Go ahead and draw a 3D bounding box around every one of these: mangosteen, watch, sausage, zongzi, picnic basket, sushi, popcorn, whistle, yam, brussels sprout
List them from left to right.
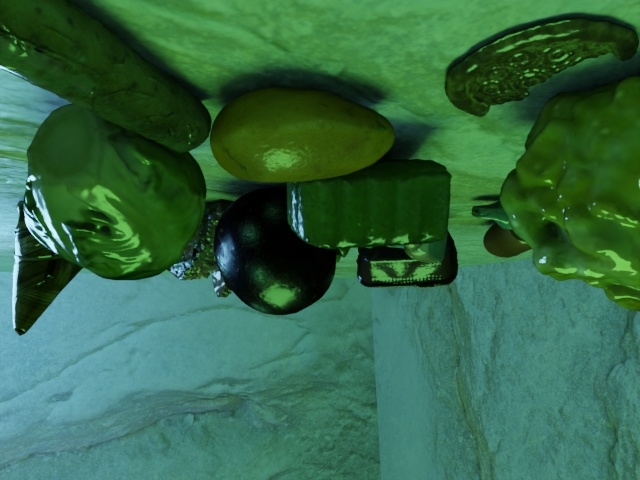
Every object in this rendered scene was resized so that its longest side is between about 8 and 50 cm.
[{"bbox_3d":[-0.619,0.074,1.073,0.134,0.288,0.286,4,171,-3],"label":"zongzi"},{"bbox_3d":[-0.216,-0.160,0.388,0.083,0.083,0.371,-6,172,20],"label":"yam"},{"bbox_3d":[-0.270,-0.061,0.602,0.219,0.210,0.271,21,163,4],"label":"brussels sprout"},{"bbox_3d":[-0.300,-0.019,1.117,0.161,0.241,0.107,38,-162,32],"label":"sushi"},{"bbox_3d":[-0.077,0.014,0.954,0.288,0.288,0.288,-2,171,0],"label":"mangosteen"},{"bbox_3d":[0.178,-0.037,1.110,0.241,0.162,0.253,7,174,30],"label":"watch"},{"bbox_3d":[0.244,0.016,1.300,0.296,0.222,0.129,-3,148,8],"label":"picnic basket"},{"bbox_3d":[0.570,-0.015,1.347,0.121,0.121,0.304,-3,170,6],"label":"sausage"},{"bbox_3d":[0.515,-0.065,1.125,0.274,0.093,0.186,2,-163,-6],"label":"whistle"},{"bbox_3d":[0.393,-0.055,0.560,0.312,0.312,0.312,-2,171,0],"label":"popcorn"}]

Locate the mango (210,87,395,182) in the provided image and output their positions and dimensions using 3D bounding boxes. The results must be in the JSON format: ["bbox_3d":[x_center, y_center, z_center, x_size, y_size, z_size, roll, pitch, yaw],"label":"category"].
[{"bbox_3d":[-0.020,-0.124,0.550,0.227,0.109,0.147,-3,171,-4],"label":"mango"}]

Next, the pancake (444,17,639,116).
[{"bbox_3d":[0.233,-0.186,0.510,0.184,0.020,0.190,-2,171,-6],"label":"pancake"}]

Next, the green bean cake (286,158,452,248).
[{"bbox_3d":[0.071,-0.069,0.722,0.248,0.125,0.222,-1,-167,-9],"label":"green bean cake"}]

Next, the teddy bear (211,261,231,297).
[{"bbox_3d":[-0.213,0.052,1.259,0.296,0.246,0.222,6,154,42],"label":"teddy bear"}]

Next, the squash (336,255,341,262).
[{"bbox_3d":[0.000,0.000,1.338,0.170,0.123,0.170,3,170,1],"label":"squash"}]
